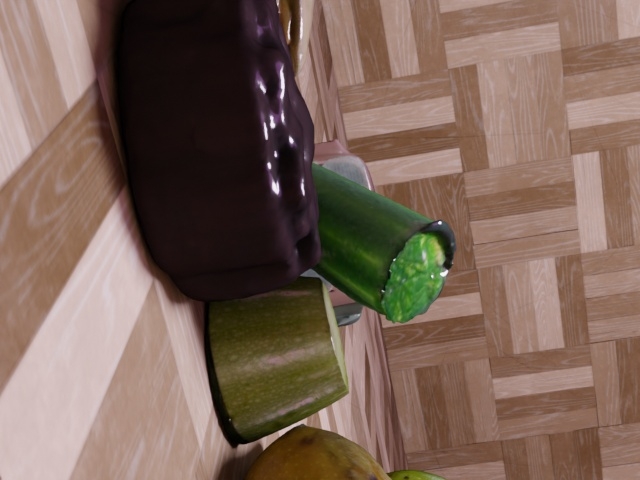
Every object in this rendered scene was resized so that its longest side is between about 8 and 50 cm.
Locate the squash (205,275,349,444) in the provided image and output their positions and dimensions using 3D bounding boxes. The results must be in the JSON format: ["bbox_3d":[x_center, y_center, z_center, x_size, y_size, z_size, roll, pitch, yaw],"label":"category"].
[{"bbox_3d":[-0.043,0.108,1.049,0.170,0.123,0.170,-14,90,-85],"label":"squash"}]

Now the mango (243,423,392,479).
[{"bbox_3d":[-0.003,0.273,1.019,0.329,0.175,0.176,149,-44,-77],"label":"mango"}]

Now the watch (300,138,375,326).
[{"bbox_3d":[0.000,0.000,1.441,0.241,0.162,0.253,138,-56,-89],"label":"watch"}]

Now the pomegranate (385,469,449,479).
[{"bbox_3d":[0.132,0.414,1.285,0.260,0.341,0.260,-3,93,-62],"label":"pomegranate"}]

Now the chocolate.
[{"bbox_3d":[-0.001,-0.026,1.069,0.291,0.110,0.110,32,-30,38],"label":"chocolate"}]

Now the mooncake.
[{"bbox_3d":[-0.075,-0.091,0.915,0.283,0.141,0.283,-8,90,-86],"label":"mooncake"}]

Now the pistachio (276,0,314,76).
[{"bbox_3d":[-0.071,-0.301,1.297,0.152,0.126,0.223,-38,-120,52],"label":"pistachio"}]
